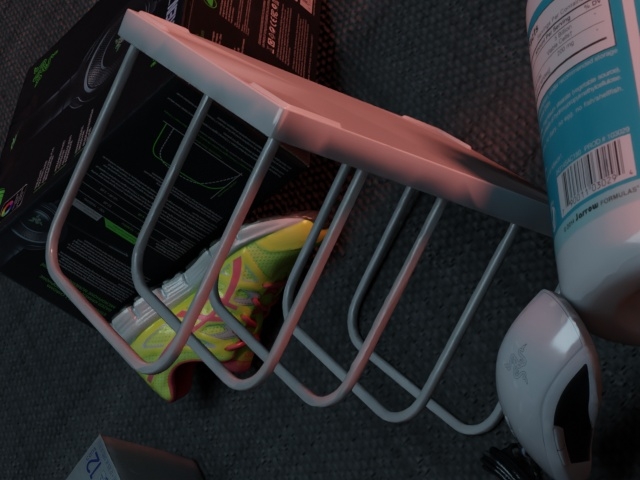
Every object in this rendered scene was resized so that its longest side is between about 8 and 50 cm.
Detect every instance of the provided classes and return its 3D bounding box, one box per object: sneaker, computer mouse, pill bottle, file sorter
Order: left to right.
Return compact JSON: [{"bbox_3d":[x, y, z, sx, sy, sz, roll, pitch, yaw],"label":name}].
[{"bbox_3d":[-0.066,0.052,1.132,0.208,0.081,0.094,-36,78,23],"label":"sneaker"},{"bbox_3d":[0.000,0.000,0.917,0.193,0.277,0.173,38,106,49],"label":"file sorter"},{"bbox_3d":[0.121,0.105,0.823,0.042,0.193,0.106,-19,45,-12],"label":"computer mouse"},{"bbox_3d":[0.196,-0.083,0.828,0.146,0.146,0.264,-26,55,39],"label":"pill bottle"}]

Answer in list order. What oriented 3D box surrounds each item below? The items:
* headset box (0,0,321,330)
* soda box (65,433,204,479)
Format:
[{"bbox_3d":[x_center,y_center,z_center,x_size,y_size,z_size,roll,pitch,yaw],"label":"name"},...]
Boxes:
[{"bbox_3d":[-0.141,-0.099,1.185,0.283,0.131,0.246,-36,33,34],"label":"headset box"},{"bbox_3d":[-0.104,0.274,1.045,0.091,0.098,0.286,-52,42,17],"label":"soda box"}]
